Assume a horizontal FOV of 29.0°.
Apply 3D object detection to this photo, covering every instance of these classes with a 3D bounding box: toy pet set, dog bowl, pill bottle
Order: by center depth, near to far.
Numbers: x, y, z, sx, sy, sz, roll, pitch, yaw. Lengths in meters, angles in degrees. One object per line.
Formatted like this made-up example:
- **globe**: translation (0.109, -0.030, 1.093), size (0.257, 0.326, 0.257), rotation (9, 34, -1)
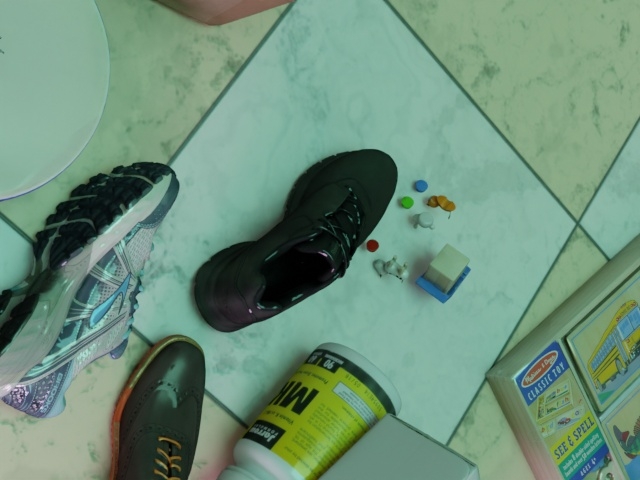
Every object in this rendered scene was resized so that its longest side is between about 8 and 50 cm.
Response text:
- **dog bowl**: translation (-0.331, -0.162, 1.126), size (0.265, 0.104, 0.264), rotation (1, 89, -34)
- **pill bottle**: translation (-0.018, 0.220, 1.322), size (0.208, 0.119, 0.119), rotation (-49, 114, -25)
- **toy pet set**: translation (0.123, 0.013, 1.470), size (0.114, 0.065, 0.122), rotation (37, 62, 10)

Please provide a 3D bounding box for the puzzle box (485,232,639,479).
- **puzzle box**: translation (0.418, 0.172, 1.656), size (0.409, 0.052, 0.272), rotation (-38, 109, -28)

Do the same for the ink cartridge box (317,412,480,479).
- **ink cartridge box**: translation (0.069, 0.369, 1.305), size (0.226, 0.131, 0.306), rotation (-40, 136, -27)

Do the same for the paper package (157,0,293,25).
- **paper package**: translation (-0.040, -0.396, 1.195), size (0.168, 0.325, 0.309), rotation (26, 74, -32)

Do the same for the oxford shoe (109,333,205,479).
- **oxford shoe**: translation (-0.159, 0.228, 1.239), size (0.097, 0.098, 0.271), rotation (21, 78, -32)

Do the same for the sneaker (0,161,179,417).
- **sneaker**: translation (-0.226, 0.047, 1.210), size (0.283, 0.110, 0.122), rotation (-52, 128, -15)

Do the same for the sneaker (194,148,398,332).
- **sneaker**: translation (0.000, 0.000, 1.332), size (0.286, 0.130, 0.109), rotation (-46, 111, -27)
